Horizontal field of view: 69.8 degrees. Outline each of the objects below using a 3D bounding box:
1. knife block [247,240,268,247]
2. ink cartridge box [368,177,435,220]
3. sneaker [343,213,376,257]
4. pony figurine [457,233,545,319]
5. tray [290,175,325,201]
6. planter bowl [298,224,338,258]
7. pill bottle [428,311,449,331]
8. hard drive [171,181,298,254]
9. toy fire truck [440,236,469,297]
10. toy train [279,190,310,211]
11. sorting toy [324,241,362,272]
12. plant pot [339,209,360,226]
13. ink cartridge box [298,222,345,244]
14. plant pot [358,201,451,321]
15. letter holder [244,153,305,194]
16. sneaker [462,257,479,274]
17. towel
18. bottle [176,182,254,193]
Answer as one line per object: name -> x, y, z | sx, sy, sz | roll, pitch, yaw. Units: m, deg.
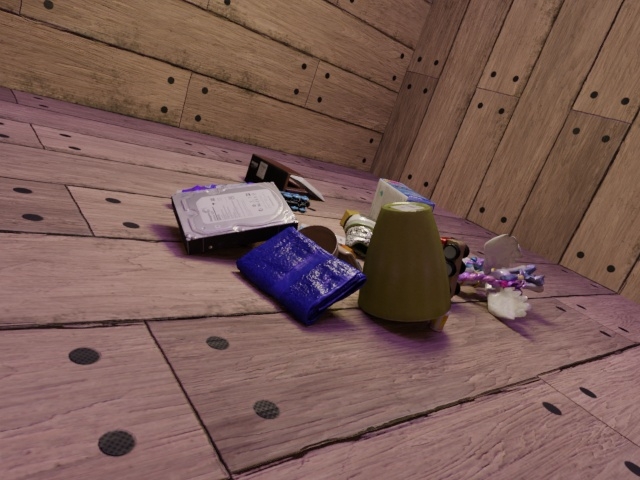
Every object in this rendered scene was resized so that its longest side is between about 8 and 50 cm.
knife block -> -0.286, -0.069, 1.584 | 0.242, 0.088, 0.275 | 26, 18, 18
ink cartridge box -> 0.360, -0.094, 2.077 | 0.151, 0.270, 0.395 | 10, 19, -17
sneaker -> 0.264, 0.057, 1.812 | 0.410, 0.158, 0.182 | 22, 47, 2
pony figurine -> 0.682, 0.149, 1.760 | 0.363, 0.303, 0.351 | 5, -11, -31
tray -> -0.081, -0.298, 2.489 | 0.145, 0.030, 0.270 | 30, -2, 34
planter bowl -> -0.016, 0.047, 1.425 | 0.162, 0.109, 0.162 | -9, 49, 10
pill bottle -> 0.359, 0.228, 1.374 | 0.043, 0.083, 0.043 | 18, 17, -6
hard drive -> -0.266, -0.081, 1.414 | 0.339, 0.064, 0.237 | -11, 43, -22
toy fire truck -> 0.377, 0.083, 1.655 | 0.246, 0.217, 0.158 | 18, 13, 37
toy train -> -0.136, -0.188, 2.160 | 0.184, 0.080, 0.105 | 5, 16, -39
sorting toy -> 0.065, 0.042, 1.562 | 0.193, 0.038, 0.208 | 32, -11, 36
plant pot -> 0.155, -0.086, 2.163 | 0.081, 0.081, 0.083 | 8, 30, -34
ink cartridge box -> 0.000, 0.000, 1.736 | 0.180, 0.060, 0.104 | 19, 16, -1
plant pot -> 0.245, 0.043, 1.334 | 0.274, 0.293, 0.275 | -2, 15, 0
letter holder -> -0.203, -0.310, 2.348 | 0.214, 0.152, 0.302 | 3, 23, -48
sneaker -> 0.550, 0.119, 1.945 | 0.305, 0.114, 0.152 | 31, 58, -15
towel -> -0.058, 0.078, 1.252 | 0.227, 0.076, 0.308 | -31, 46, -33
bottle -> -0.366, -0.155, 1.638 | 0.283, 0.092, 0.118 | -3, 15, -3
